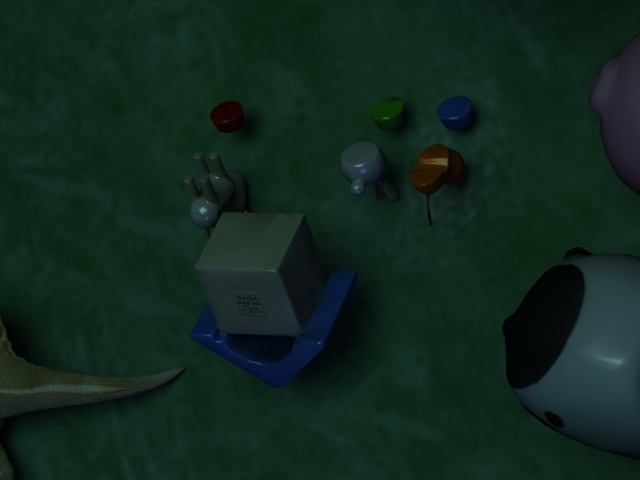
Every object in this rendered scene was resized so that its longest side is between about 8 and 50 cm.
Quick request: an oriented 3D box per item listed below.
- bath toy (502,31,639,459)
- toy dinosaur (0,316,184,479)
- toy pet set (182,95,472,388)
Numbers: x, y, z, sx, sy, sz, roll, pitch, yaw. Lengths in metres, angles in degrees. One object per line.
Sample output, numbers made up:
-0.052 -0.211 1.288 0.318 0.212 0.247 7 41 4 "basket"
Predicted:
0.148 -0.028 0.704 0.151 0.129 0.348 12 83 30 "bath toy"
-0.158 0.071 0.884 0.183 0.053 0.093 10 82 29 "toy dinosaur"
0.000 0.000 0.827 0.122 0.065 0.114 2 44 25 "toy pet set"
